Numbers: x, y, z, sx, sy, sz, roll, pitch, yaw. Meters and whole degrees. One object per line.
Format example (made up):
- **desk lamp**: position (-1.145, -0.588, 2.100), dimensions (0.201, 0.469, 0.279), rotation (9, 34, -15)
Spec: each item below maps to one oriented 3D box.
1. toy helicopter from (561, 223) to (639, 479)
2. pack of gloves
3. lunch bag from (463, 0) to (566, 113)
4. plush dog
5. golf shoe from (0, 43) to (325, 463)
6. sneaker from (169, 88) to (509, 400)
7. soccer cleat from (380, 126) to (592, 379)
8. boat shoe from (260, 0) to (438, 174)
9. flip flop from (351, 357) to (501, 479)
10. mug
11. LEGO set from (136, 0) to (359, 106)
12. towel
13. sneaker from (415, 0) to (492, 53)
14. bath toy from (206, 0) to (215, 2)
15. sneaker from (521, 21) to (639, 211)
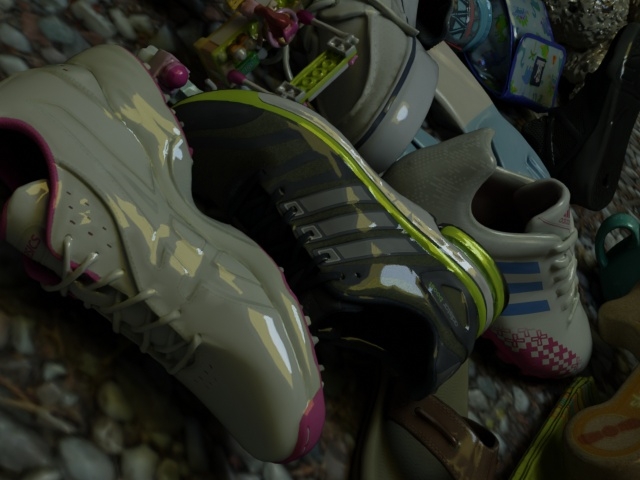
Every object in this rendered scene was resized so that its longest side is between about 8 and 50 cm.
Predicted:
- **toy helicopter**: position (0.346, 0.114, 0.840), dimensions (0.355, 0.234, 0.140), rotation (-35, 127, -35)
- **pack of gloves**: position (0.148, -0.086, 1.012), dimensions (0.232, 0.046, 0.195), rotation (50, 49, 0)
- **lunch bag**: position (0.248, -0.243, 1.203), dimensions (0.128, 0.096, 0.151), rotation (4, 71, -49)
- **plush dog**: position (0.402, -0.318, 1.355), dimensions (0.225, 0.262, 0.210), rotation (47, 2, -22)
- **golf shoe**: position (-0.117, 0.018, 0.581), dimensions (0.140, 0.115, 0.306), rotation (-22, 70, -42)
- **sneaker**: position (0.000, 0.000, 0.685), dimensions (0.299, 0.111, 0.121), rotation (33, 44, -1)
- **soccer cleat**: position (0.186, 0.024, 0.833), dimensions (0.331, 0.143, 0.116), rotation (37, 37, -36)
- **boat shoe**: position (0.014, -0.209, 0.878), dimensions (0.156, 0.136, 0.367), rotation (34, 37, -24)
- **flip flop**: position (0.093, 0.146, 0.707), dimensions (0.112, 0.080, 0.277), rotation (35, 39, -22)
- **mug**: position (0.384, 0.043, 1.097), dimensions (0.129, 0.097, 0.158), rotation (-14, 70, -51)
- **LEGO set**: position (-0.015, -0.208, 0.736), dimensions (0.107, 0.287, 0.132), rotation (34, 2, 35)
- **towel**: position (0.217, 0.213, 0.819), dimensions (0.237, 0.021, 0.102), rotation (-32, 99, -54)
- **sneaker**: position (0.107, -0.342, 1.118), dimensions (0.262, 0.104, 0.125), rotation (55, 38, 5)
- **bath toy**: position (-0.112, -0.355, 0.874), dimensions (0.128, 0.151, 0.348), rotation (0, 56, -5)
- **sneaker**: position (0.315, -0.158, 1.128), dimensions (0.130, 0.228, 0.087), rotation (21, 6, 42)
